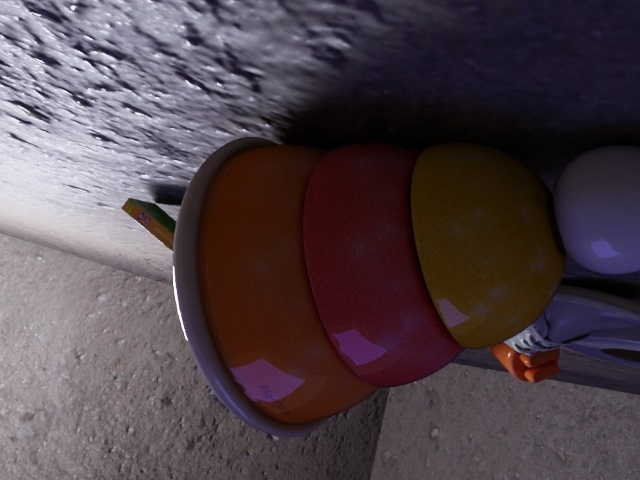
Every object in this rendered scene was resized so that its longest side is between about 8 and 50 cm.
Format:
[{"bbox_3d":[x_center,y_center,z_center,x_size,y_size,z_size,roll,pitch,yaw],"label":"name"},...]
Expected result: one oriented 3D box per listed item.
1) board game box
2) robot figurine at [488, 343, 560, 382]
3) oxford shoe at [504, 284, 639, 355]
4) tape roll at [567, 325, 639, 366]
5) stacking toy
[{"bbox_3d":[-0.264,0.010,1.293,0.259,0.039,0.124,36,-177,9],"label":"board game box"},{"bbox_3d":[0.457,0.234,1.499,0.158,0.128,0.219,30,-169,-21],"label":"robot figurine"},{"bbox_3d":[0.428,0.157,1.259,0.169,0.129,0.449,20,166,-22],"label":"oxford shoe"},{"bbox_3d":[0.692,0.213,1.350,0.393,0.071,0.392,13,168,3],"label":"tape roll"},{"bbox_3d":[0.125,0.015,0.681,0.480,0.350,0.351,-12,157,28],"label":"stacking toy"}]
